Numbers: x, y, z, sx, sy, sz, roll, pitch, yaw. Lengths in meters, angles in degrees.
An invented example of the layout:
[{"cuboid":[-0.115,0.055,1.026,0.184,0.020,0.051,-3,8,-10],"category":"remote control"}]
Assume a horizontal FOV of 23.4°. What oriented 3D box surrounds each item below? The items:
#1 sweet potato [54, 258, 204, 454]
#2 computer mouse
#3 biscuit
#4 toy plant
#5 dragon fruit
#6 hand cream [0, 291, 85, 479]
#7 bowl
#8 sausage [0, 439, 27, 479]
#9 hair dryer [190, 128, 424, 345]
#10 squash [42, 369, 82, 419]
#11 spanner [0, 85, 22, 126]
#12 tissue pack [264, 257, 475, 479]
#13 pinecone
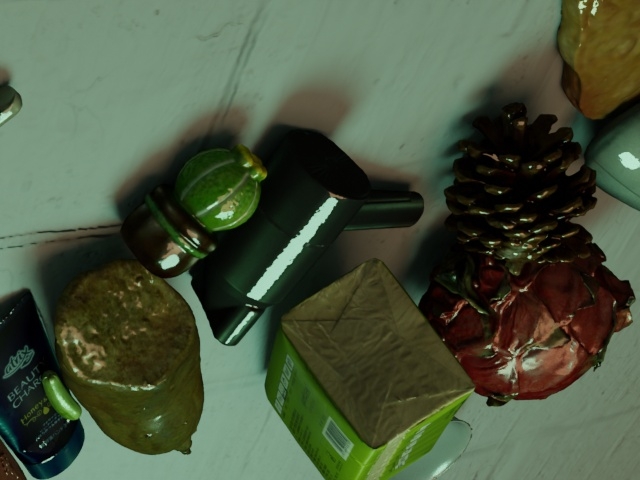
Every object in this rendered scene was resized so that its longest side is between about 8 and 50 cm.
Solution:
[{"cuboid":[-0.210,0.151,1.761,0.158,0.157,0.369,-26,154,-13],"category":"sweet potato"},{"cuboid":[0.486,-0.105,2.033,0.188,0.121,0.371,-39,159,32],"category":"computer mouse"},{"cuboid":[0.445,-0.310,1.818,0.365,0.062,0.385,-23,146,-16],"category":"biscuit"},{"cuboid":[-0.128,-0.036,1.632,0.162,0.092,0.093,-39,147,6],"category":"toy plant"},{"cuboid":[0.273,0.092,2.017,0.299,0.244,0.244,-2,138,-15],"category":"dragon fruit"},{"cuboid":[-0.333,0.173,1.743,0.120,0.061,0.270,-49,150,-25],"category":"hand cream"},{"cuboid":[0.125,0.296,2.293,0.189,0.086,0.189,-24,148,-16],"category":"bowl"},{"cuboid":[-0.412,0.284,1.739,0.152,0.152,0.279,-27,147,-11],"category":"sausage"},{"cuboid":[0.000,0.000,1.797,0.302,0.116,0.244,0,137,-52],"category":"hair dryer"},{"cuboid":[-0.292,0.173,1.731,0.027,0.027,0.089,-31,136,-6],"category":"squash"},{"cuboid":[-0.414,-0.044,1.413,0.325,0.040,0.095,-39,147,5],"category":"spanner"},{"cuboid":[0.051,0.177,1.893,0.167,0.200,0.274,-32,165,-16],"category":"tissue pack"},{"cuboid":[0.241,-0.065,1.849,0.186,0.168,0.212,-9,140,-9],"category":"pinecone"}]
